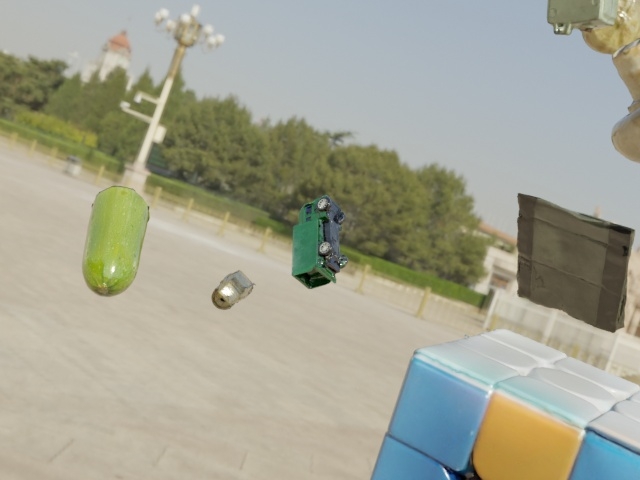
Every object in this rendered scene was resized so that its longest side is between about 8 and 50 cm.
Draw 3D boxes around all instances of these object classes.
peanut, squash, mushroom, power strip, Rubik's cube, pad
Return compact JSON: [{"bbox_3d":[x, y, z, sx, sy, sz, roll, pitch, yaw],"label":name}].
[{"bbox_3d":[0.621,-0.476,1.671,0.122,0.253,0.137,39,-36,2],"label":"peanut"},{"bbox_3d":[-0.313,0.014,1.231,0.095,0.095,0.188,20,41,-19],"label":"squash"},{"bbox_3d":[0.572,-0.227,1.392,0.209,0.206,0.206,29,-2,-12],"label":"mushroom"},{"bbox_3d":[0.327,-0.384,0.997,0.078,0.272,0.052,8,5,40],"label":"power strip"},{"bbox_3d":[0.241,0.292,0.927,0.290,0.292,0.291,22,11,30],"label":"Rubik's cube"},{"bbox_3d":[0.367,0.037,1.200,0.174,0.022,0.233,23,-33,30],"label":"pad"}]

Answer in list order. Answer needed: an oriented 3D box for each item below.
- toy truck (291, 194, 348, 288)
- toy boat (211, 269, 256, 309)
[{"bbox_3d":[0.000,0.000,1.401,0.079,0.147,0.065,-15,-34,26],"label":"toy truck"},{"bbox_3d":[-0.198,0.114,1.817,0.068,0.088,0.226,49,3,-2],"label":"toy boat"}]
